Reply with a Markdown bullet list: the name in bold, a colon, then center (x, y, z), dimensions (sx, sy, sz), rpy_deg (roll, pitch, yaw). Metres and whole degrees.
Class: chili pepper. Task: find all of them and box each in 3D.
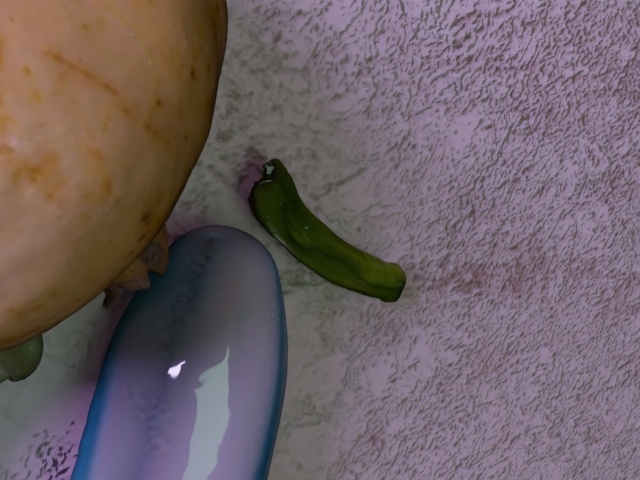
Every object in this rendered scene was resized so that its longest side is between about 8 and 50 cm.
- **chili pepper**: center (0.000, 0.000, 0.821), dimensions (0.201, 0.050, 0.052), rpy_deg (38, 67, -37)

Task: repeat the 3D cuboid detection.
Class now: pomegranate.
- **pomegranate**: center (-0.201, -0.087, 0.511), dimensions (0.342, 0.342, 0.343), rpy_deg (-10, 111, -29)

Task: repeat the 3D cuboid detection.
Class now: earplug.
- **earplug**: center (-0.103, 0.148, 0.735), dimensions (0.185, 0.185, 0.324), rpy_deg (13, 93, -35)

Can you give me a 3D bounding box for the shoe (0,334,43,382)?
- **shoe**: center (-0.315, 0.100, 0.609), dimensions (0.262, 0.140, 0.128), rpy_deg (-4, 97, -26)
